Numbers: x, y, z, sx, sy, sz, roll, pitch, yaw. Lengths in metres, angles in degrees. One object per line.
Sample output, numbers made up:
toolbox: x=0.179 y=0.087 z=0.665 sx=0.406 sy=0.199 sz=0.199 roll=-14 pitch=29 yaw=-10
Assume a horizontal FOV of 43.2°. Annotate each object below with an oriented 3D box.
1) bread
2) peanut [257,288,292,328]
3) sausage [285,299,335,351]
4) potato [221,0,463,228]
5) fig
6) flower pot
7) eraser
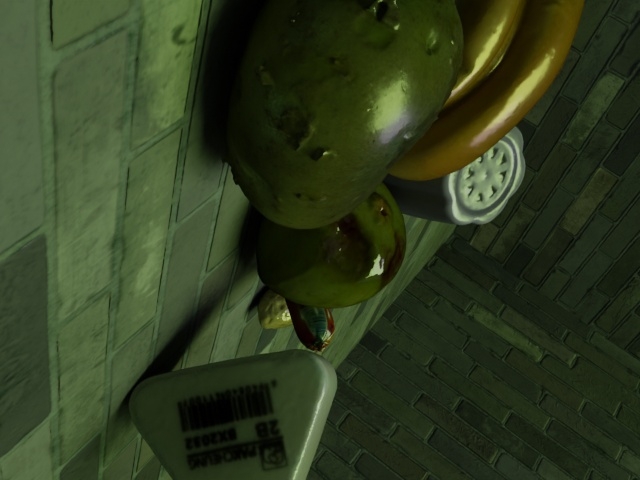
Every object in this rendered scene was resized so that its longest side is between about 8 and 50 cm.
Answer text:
bread: x=0.166 y=-0.301 z=1.153 sx=0.424 sy=0.245 sz=0.329 roll=-52 pitch=-150 yaw=14
peanut: x=-0.044 y=0.090 z=1.646 sx=0.229 sy=0.098 sz=0.103 roll=-53 pitch=126 yaw=-10
sausage: x=-0.028 y=0.108 z=1.435 sx=0.083 sy=0.083 sz=0.264 roll=-61 pitch=-153 yaw=25
potato: x=0.008 y=-0.151 z=0.926 sx=0.270 sy=0.219 sz=0.359 roll=-30 pitch=158 yaw=-47
fig: x=0.000 y=0.000 z=1.323 sx=0.271 sy=0.239 sz=0.239 roll=-26 pitch=-177 yaw=31
flower pot: x=0.203 y=-0.149 z=1.367 sx=0.265 sy=0.243 sz=0.265 roll=-19 pitch=123 yaw=-32
eraser: x=-0.107 y=0.295 z=1.327 sx=0.331 sy=0.331 sz=0.150 roll=-53 pitch=167 yaw=-6
